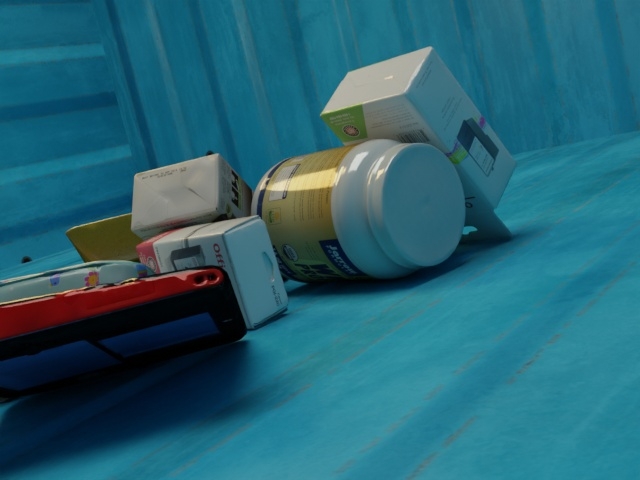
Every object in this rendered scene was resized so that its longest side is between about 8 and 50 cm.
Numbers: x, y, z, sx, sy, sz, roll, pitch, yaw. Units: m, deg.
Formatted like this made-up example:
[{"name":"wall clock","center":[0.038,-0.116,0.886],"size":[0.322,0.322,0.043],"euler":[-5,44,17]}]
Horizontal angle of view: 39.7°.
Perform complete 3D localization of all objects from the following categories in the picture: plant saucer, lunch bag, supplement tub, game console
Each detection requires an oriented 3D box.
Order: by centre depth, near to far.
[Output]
[{"name":"game console","center":[-0.264,0.121,1.069],"size":[0.342,0.060,0.386],"euler":[-10,-13,-4]},{"name":"lunch bag","center":[-0.361,0.118,1.314],"size":[0.279,0.108,0.224],"euler":[-12,-17,1]},{"name":"supplement tub","center":[0.059,-0.046,1.476],"size":[0.228,0.228,0.316],"euler":[-20,9,-40]},{"name":"plant saucer","center":[-0.334,0.028,1.874],"size":[0.333,0.081,0.332],"euler":[-14,-19,-7]}]

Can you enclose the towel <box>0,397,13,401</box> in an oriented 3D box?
[{"name":"towel","center":[-0.456,0.219,1.274],"size":[0.083,0.009,0.060],"euler":[-9,9,29]}]

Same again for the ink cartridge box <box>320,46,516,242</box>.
[{"name":"ink cartridge box","center":[0.193,-0.150,1.548],"size":[0.207,0.353,0.119],"euler":[-6,46,48]}]

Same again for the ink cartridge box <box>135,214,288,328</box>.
[{"name":"ink cartridge box","center":[-0.172,0.057,1.394],"size":[0.218,0.158,0.092],"euler":[-8,13,40]}]

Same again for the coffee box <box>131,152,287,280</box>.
[{"name":"coffee box","center":[-0.191,-0.020,1.607],"size":[0.168,0.119,0.297],"euler":[-12,-29,18]}]
